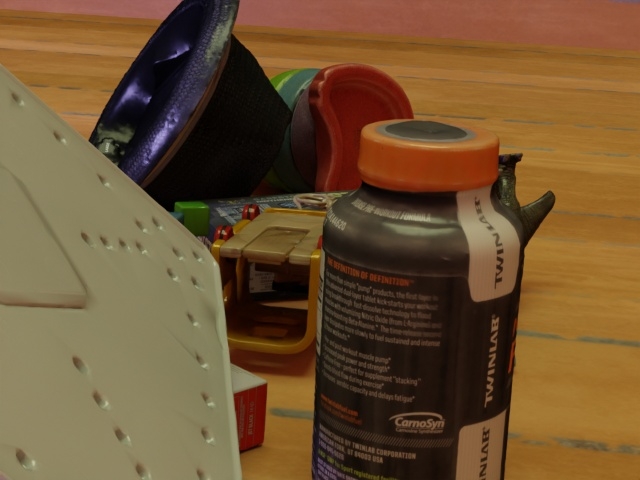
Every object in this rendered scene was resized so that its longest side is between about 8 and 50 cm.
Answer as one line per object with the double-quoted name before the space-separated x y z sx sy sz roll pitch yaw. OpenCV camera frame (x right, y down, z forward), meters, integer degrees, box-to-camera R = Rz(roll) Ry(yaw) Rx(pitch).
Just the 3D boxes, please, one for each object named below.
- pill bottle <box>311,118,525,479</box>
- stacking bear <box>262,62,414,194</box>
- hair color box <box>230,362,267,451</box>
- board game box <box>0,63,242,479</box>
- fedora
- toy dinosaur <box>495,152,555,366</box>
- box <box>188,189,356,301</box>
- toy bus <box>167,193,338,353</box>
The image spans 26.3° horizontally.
"pill bottle" 0.062 0.048 0.880 0.130 0.245 0.130 2 17 -1
"stacking bear" -0.044 -0.131 1.655 0.289 0.175 0.164 8 18 44
"hair color box" -0.129 0.123 0.938 0.167 0.053 0.093 -11 23 -42
"board game box" -0.197 0.006 0.772 0.390 0.050 0.390 43 16 -27
"fedora" -0.132 -0.123 1.486 0.152 0.334 0.334 30 7 -21
"toy dinosaur" 0.139 0.003 1.252 0.121 0.160 0.313 3 9 16
"box" 0.000 0.000 1.364 0.233 0.059 0.183 -4 18 -19
"toy bus" -0.031 0.031 1.169 0.202 0.104 0.191 -5 15 -34
